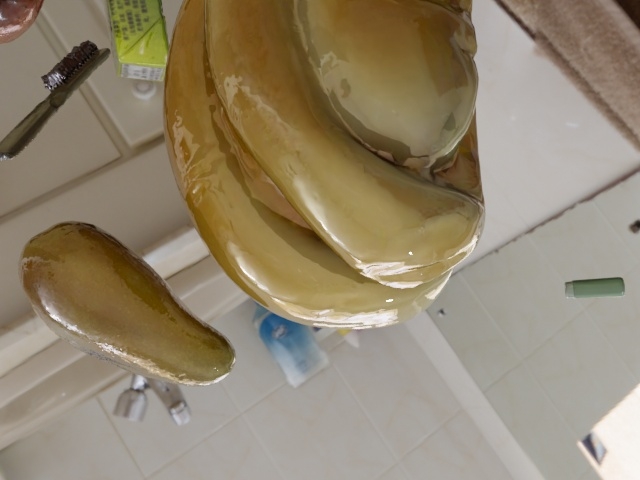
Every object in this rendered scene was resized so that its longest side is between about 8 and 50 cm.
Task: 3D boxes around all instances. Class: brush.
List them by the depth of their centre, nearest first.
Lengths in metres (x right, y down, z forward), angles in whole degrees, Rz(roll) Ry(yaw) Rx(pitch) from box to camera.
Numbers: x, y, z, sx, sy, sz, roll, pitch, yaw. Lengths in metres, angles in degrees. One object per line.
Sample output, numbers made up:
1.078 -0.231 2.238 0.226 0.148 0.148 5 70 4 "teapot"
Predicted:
-0.308 -0.164 0.664 0.043 0.036 0.248 -23 -146 29 "brush"

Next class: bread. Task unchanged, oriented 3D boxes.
0.045 -0.139 0.528 0.329 0.424 0.245 17 153 -30 "bread"

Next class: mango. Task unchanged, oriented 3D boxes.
-0.184 0.072 0.569 0.136 0.227 0.099 -25 -147 48 "mango"

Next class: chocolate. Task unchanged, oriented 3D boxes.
-0.482 -0.572 1.527 0.137 0.288 0.301 -11 -170 -17 "chocolate"

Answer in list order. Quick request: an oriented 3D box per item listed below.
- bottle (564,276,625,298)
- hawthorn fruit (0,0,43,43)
0.426 0.074 0.916 0.083 0.030 0.030 -5 -178 17 "bottle"
-0.547 -0.417 0.948 0.215 0.250 0.215 -29 128 -44 "hawthorn fruit"
